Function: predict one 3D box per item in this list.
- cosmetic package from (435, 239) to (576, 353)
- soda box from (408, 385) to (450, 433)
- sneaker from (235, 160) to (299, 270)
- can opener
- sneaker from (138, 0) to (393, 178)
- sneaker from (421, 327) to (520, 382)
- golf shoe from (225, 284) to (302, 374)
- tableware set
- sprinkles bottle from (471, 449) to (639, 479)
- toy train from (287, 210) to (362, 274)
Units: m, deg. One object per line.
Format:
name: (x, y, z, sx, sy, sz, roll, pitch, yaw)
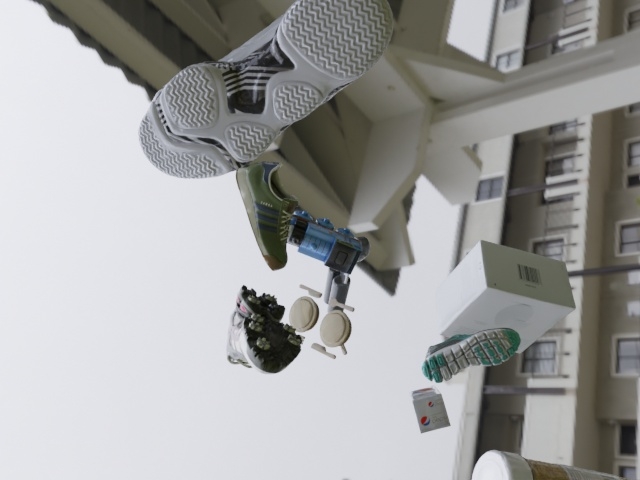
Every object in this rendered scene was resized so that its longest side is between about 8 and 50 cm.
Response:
cosmetic package: (0.419, 0.135, 1.567, 0.224, 0.224, 0.138, 15, -131, -14)
soda box: (0.245, 0.381, 1.538, 0.216, 0.069, 0.073, 57, -162, -81)
sneaker: (-0.075, -0.046, 1.164, 0.064, 0.086, 0.192, -46, -62, -73)
can opener: (0.070, 0.091, 1.715, 0.095, 0.283, 0.075, -10, -125, -13)
sneaker: (-0.060, -0.211, 0.892, 0.137, 0.366, 0.210, 57, -159, -11)
sneaker: (0.244, 0.174, 1.117, 0.076, 0.167, 0.064, -70, -41, -69)
golf shoe: (-0.106, 0.179, 1.163, 0.105, 0.273, 0.120, 23, -80, -15)
tableware set: (0.003, 0.190, 1.564, 0.039, 0.194, 0.128, 24, -93, -45)
sprinkles bottle: (0.452, 0.468, 1.217, 0.356, 0.121, 0.121, 16, -113, -17)
toy train: (0.000, 0.000, 1.406, 0.184, 0.080, 0.105, 22, -161, -10)
